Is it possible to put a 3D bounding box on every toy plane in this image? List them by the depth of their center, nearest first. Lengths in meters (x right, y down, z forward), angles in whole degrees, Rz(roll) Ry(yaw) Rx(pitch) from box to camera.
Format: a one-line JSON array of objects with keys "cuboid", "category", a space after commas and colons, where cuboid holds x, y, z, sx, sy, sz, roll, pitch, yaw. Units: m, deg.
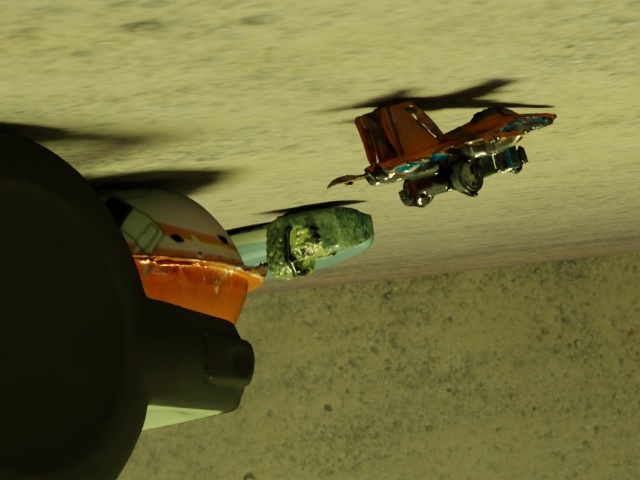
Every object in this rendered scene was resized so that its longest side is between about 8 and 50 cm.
[{"cuboid": [0.093, -0.054, 1.017, 0.188, 0.062, 0.135, -3, 173, -45], "category": "toy plane"}]

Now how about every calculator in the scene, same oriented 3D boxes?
[{"cuboid": [-0.054, 0.013, 1.793, 0.188, 0.042, 0.302, -6, 173, -25], "category": "calculator"}]

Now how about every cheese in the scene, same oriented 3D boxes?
[{"cuboid": [-0.166, 0.022, 1.185, 0.217, 0.129, 0.329, -6, 167, 29], "category": "cheese"}]

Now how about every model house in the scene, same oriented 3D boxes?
[{"cuboid": [0.000, 0.000, 1.553, 0.083, 0.066, 0.079, -11, 176, 30], "category": "model house"}]

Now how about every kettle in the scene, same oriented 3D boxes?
[{"cuboid": [-0.270, 0.091, 1.000, 0.376, 0.250, 0.361, -14, 158, 35], "category": "kettle"}]
